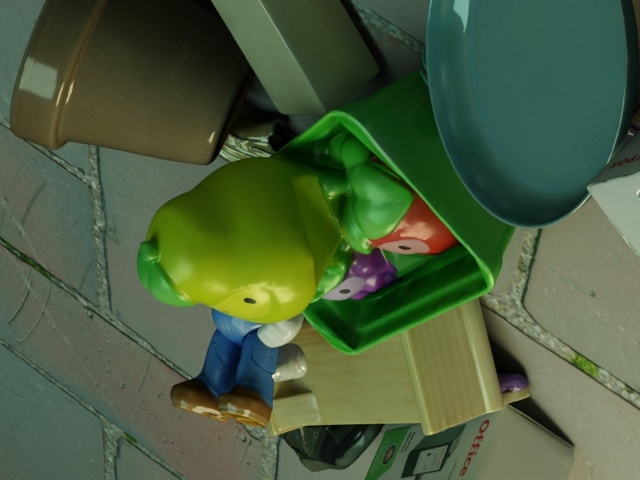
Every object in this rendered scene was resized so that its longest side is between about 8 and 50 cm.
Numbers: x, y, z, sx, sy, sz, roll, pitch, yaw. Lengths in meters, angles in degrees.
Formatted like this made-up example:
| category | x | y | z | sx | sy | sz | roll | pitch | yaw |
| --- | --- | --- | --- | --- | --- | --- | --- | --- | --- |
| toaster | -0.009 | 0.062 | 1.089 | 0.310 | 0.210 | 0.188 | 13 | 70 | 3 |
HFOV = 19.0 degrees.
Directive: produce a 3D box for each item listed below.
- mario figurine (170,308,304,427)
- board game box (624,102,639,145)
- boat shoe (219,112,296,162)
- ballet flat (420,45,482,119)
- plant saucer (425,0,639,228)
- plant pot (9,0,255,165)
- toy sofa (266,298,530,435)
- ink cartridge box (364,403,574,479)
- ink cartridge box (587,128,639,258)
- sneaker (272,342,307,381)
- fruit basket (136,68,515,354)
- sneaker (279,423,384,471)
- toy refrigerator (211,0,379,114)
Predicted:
| category | x | y | z | sx | sy | sz | roll | pitch | yaw |
| --- | --- | --- | --- | --- | --- | --- | --- | --- | --- |
| mario figurine | -0.103 | 0.051 | 2.292 | 0.198 | 0.321 | 0.170 | 11 | 166 | 8 |
| board game box | 0.355 | -0.049 | 1.802 | 0.141 | 0.048 | 0.170 | 31 | 161 | 23 |
| boat shoe | -0.062 | -0.119 | 2.276 | 0.190 | 0.068 | 0.072 | 28 | 136 | 10 |
| ballet flat | 0.204 | -0.131 | 1.899 | 0.247 | 0.083 | 0.087 | 24 | 159 | 36 |
| plant saucer | 0.198 | -0.170 | 1.755 | 0.317 | 0.043 | 0.318 | 17 | 110 | 60 |
| plant pot | -0.202 | -0.195 | 2.197 | 0.229 | 0.263 | 0.263 | 24 | 149 | 0 |
| toy sofa | 0.080 | 0.148 | 2.370 | 0.362 | 0.177 | 0.150 | -9 | 97 | 56 |
| ink cartridge box | 0.161 | 0.333 | 2.383 | 0.121 | 0.211 | 0.289 | 34 | 154 | -18 |
| ink cartridge box | 0.353 | -0.089 | 1.613 | 0.092 | 0.219 | 0.160 | 52 | 150 | -13 |
| sneaker | -0.081 | 0.153 | 2.391 | 0.152 | 0.061 | 0.054 | -5 | 100 | 56 |
| fruit basket | 0.000 | 0.000 | 2.032 | 0.283 | 0.392 | 0.392 | 48 | 151 | -6 |
| sneaker | 0.000 | 0.248 | 2.627 | 0.130 | 0.087 | 0.227 | 44 | 157 | -11 |
| toy refrigerator | -0.052 | -0.269 | 2.036 | 0.102 | 0.094 | 0.269 | 6 | 133 | 58 |
